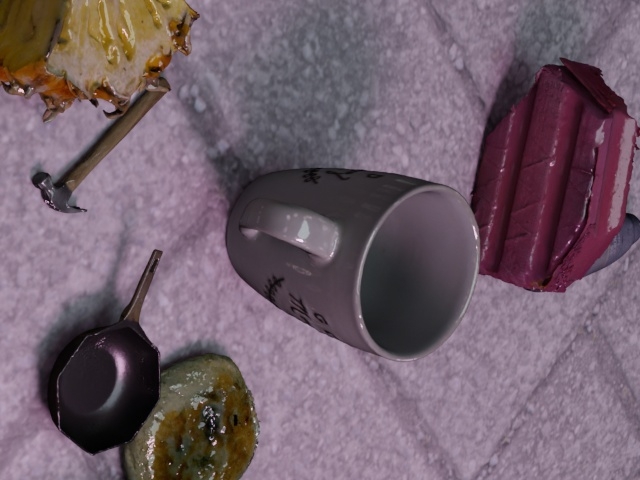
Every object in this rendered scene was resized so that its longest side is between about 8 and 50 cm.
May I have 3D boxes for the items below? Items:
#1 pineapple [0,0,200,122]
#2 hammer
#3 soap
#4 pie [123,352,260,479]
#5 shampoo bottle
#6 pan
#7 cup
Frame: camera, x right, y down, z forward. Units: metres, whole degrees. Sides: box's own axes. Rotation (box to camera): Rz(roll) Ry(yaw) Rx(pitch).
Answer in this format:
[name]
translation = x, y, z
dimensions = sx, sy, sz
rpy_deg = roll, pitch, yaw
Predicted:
[pineapple]
translation = -0.217, -0.211, 1.441
dimensions = 0.236, 0.115, 0.186
rpy_deg = -34, 125, -46
[hammer]
translation = -0.208, -0.095, 1.535
dimensions = 0.182, 0.017, 0.062
rpy_deg = -49, 132, -25
[soap]
translation = 0.290, -0.082, 1.932
dimensions = 0.112, 0.182, 0.289
rpy_deg = -2, 104, -50
[pie]
translation = -0.136, 0.213, 1.685
dimensions = 0.187, 0.041, 0.186
rpy_deg = -14, 111, -42
[shampoo bottle]
translation = 0.356, 0.007, 2.121
dimensions = 0.234, 0.049, 0.087
rpy_deg = -18, 113, -41
[pan]
translation = -0.204, 0.116, 1.580
dimensions = 0.202, 0.048, 0.128
rpy_deg = -55, 135, -17
[cup]
translation = 0.000, 0.000, 1.618
dimensions = 0.258, 0.234, 0.186
rpy_deg = 24, 84, -48
